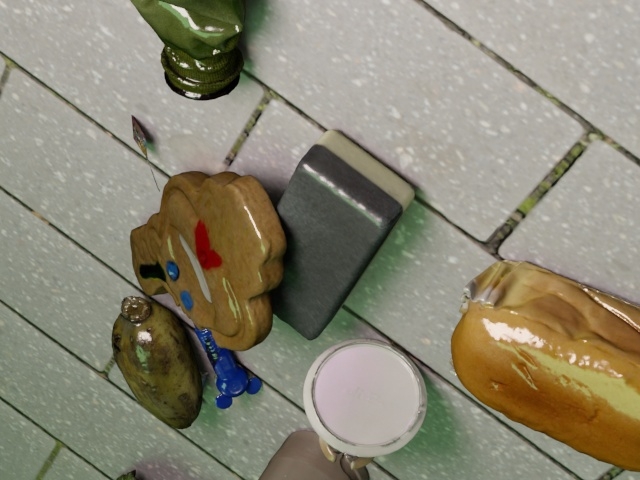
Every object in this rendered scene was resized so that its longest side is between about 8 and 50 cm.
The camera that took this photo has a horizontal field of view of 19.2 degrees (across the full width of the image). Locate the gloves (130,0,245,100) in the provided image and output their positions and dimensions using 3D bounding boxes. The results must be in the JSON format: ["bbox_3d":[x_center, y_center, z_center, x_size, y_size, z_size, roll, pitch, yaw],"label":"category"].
[{"bbox_3d":[-0.123,-0.225,1.653,0.135,0.107,0.268,29,163,24],"label":"gloves"}]

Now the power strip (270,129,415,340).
[{"bbox_3d":[0.000,0.000,1.840,0.105,0.070,0.256,38,144,4],"label":"power strip"}]

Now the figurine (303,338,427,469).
[{"bbox_3d":[0.038,0.188,1.993,0.132,0.132,0.153,31,157,7],"label":"figurine"}]

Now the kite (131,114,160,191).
[{"bbox_3d":[-0.176,-0.090,1.912,0.078,0.002,0.044,63,161,16],"label":"kite"}]

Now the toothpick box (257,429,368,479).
[{"bbox_3d":[-0.035,0.313,2.137,0.111,0.180,0.111,24,145,18],"label":"toothpick box"}]

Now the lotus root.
[{"bbox_3d":[-0.181,0.135,2.137,0.089,0.080,0.179,16,138,44],"label":"lotus root"}]

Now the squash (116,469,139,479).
[{"bbox_3d":[-0.184,0.496,2.433,0.309,0.310,0.310,29,147,-14],"label":"squash"}]

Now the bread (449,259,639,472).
[{"bbox_3d":[0.239,0.119,1.741,0.241,0.107,0.136,23,141,17],"label":"bread"}]

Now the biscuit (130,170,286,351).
[{"bbox_3d":[-0.121,0.019,1.916,0.320,0.047,0.183,6,110,60],"label":"biscuit"}]

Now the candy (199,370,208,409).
[{"bbox_3d":[-0.145,0.173,2.206,0.030,0.020,0.083,31,143,7],"label":"candy"}]

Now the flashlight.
[{"bbox_3d":[-0.112,0.130,2.118,0.121,0.057,0.035,66,174,-27],"label":"flashlight"}]
